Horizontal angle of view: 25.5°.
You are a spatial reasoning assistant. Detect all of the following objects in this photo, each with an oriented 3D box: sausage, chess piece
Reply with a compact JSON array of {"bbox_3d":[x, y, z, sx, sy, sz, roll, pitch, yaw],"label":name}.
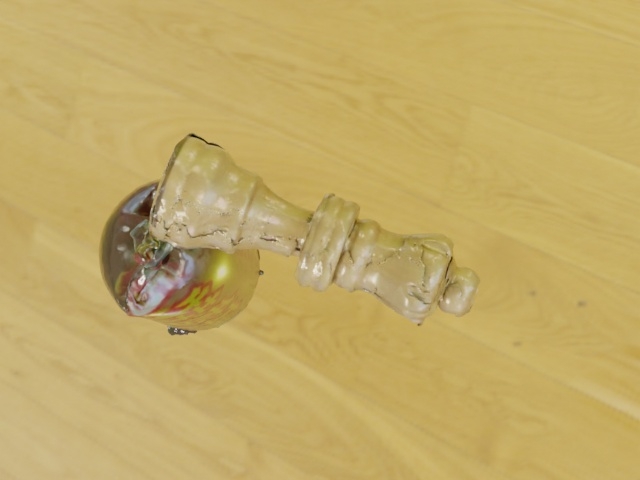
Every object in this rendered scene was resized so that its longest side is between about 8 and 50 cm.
[{"bbox_3d":[-0.115,0.011,1.166,0.125,0.317,0.117,-42,86,-3],"label":"sausage"},{"bbox_3d":[0.000,0.000,0.736,0.172,0.060,0.060,21,106,4],"label":"chess piece"}]
